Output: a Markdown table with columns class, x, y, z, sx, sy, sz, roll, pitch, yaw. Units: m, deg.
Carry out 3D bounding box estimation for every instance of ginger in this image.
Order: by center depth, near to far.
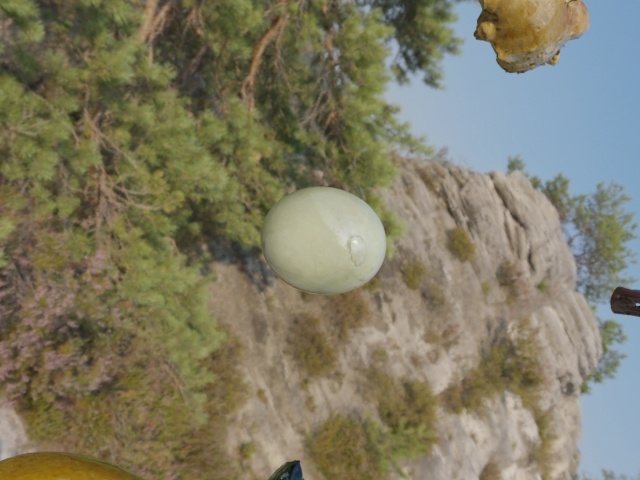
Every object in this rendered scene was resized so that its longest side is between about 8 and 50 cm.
| class | x | y | z | sx | sy | sz | roll | pitch | yaw |
| --- | --- | --- | --- | --- | --- | --- | --- | --- | --- |
| ginger | 0.299 | -0.314 | 0.863 | 0.216 | 0.157 | 0.102 | 32 | 29 | -50 |

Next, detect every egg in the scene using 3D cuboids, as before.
| class | x | y | z | sx | sy | sz | roll | pitch | yaw |
| --- | --- | --- | --- | --- | --- | --- | --- | --- | --- |
| egg | 0.000 | 0.000 | 1.052 | 0.253 | 0.186 | 0.187 | 9 | -48 | 48 |

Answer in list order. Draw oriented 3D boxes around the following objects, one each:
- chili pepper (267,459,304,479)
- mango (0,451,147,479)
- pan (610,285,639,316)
| class | x | y | z | sx | sy | sz | roll | pitch | yaw |
| --- | --- | --- | --- | --- | --- | --- | --- | --- | --- |
| chili pepper | -0.047 | 0.474 | 0.915 | 0.148 | 0.116 | 0.265 | -1 | 75 | -63 |
| mango | -0.181 | 0.337 | 0.512 | 0.221 | 0.378 | 0.264 | -32 | 140 | -64 |
| pan | 0.254 | 0.052 | 0.342 | 0.212 | 0.040 | 0.115 | -169 | -92 | -72 |
